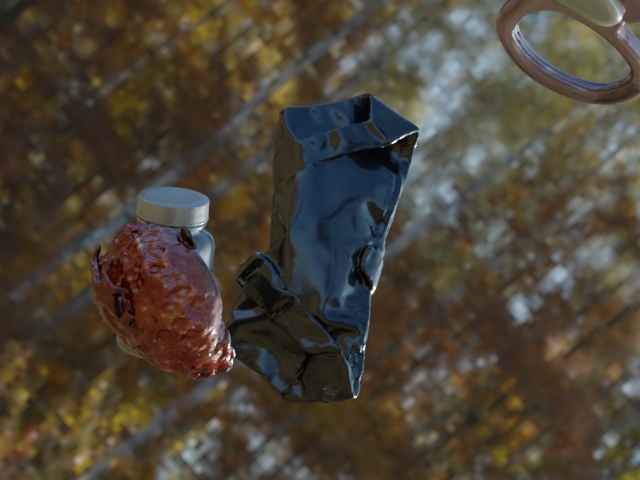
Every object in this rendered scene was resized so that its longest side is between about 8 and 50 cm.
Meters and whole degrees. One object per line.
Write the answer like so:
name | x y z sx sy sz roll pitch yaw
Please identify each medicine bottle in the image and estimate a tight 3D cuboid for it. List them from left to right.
medicine bottle | -0.133 0.028 1.687 0.079 0.079 0.140 31 -61 53

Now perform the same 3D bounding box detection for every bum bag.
bum bag | 0.000 0.000 1.815 0.137 0.310 0.074 17 -20 -7

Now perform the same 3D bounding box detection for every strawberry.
strawberry | -0.132 0.050 1.475 0.188 0.082 0.121 11 -57 63

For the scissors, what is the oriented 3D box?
scissors | 0.050 -0.093 0.539 0.176 0.022 0.085 34 -36 -32
